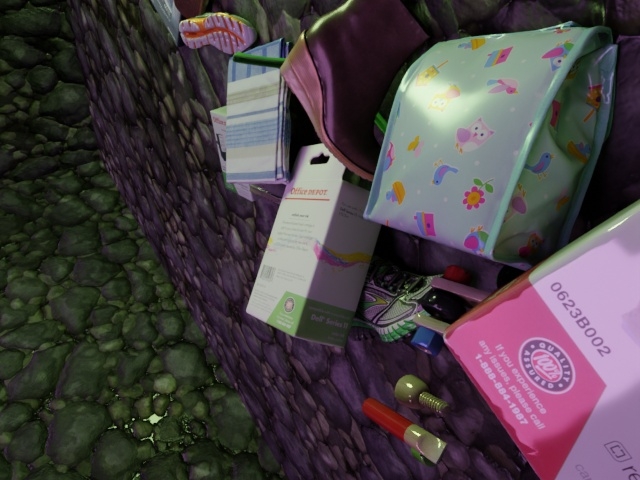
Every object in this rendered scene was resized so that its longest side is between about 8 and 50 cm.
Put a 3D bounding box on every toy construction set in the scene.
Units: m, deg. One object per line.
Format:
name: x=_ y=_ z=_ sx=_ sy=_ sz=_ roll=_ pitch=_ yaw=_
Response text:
toy construction set: x=0.233 y=0.161 z=0.592 sx=0.237 sy=0.309 sz=0.257 roll=9 pitch=127 yaw=64

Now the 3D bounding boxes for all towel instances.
towel: x=-0.131 y=-0.256 z=1.071 sx=0.209 sy=0.034 sz=0.284 roll=4 pitch=94 yaw=46

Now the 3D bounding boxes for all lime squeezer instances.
lime squeezer: x=0.014 y=-0.270 z=0.875 sx=0.311 sy=0.110 sz=0.058 roll=30 pitch=126 yaw=4

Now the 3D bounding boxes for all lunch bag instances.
lunch bag: x=0.194 y=-0.115 z=0.602 sx=0.223 sy=0.160 sz=0.262 roll=22 pitch=96 yaw=54

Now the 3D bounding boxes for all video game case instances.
video game case: x=-0.397 y=-0.680 z=1.350 sx=0.196 sy=0.026 sz=0.274 roll=60 pitch=152 yaw=11

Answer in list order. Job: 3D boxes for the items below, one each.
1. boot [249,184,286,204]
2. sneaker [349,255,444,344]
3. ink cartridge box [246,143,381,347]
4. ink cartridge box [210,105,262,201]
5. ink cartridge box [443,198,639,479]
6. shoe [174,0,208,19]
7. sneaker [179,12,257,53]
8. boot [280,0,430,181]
boot: x=-0.085 y=-0.191 z=1.136 sx=0.190 sy=0.076 sz=0.208 roll=19 pitch=112 yaw=24
sneaker: x=0.121 y=0.099 z=0.923 sx=0.344 sy=0.134 sz=0.146 roll=-22 pitch=90 yaw=62
ink cartridge box: x=0.000 y=0.000 z=0.972 sx=0.207 sy=0.119 sz=0.353 roll=10 pitch=81 yaw=58
ink cartridge box: x=-0.184 y=-0.219 z=1.260 sx=0.153 sy=0.087 sz=0.208 roll=28 pitch=133 yaw=49
ink cartridge box: x=0.330 y=0.068 z=0.350 sx=0.385 sy=0.161 sz=0.279 roll=-43 pitch=72 yaw=34
shoe: x=-0.290 y=-0.584 z=1.214 sx=0.077 sy=0.058 sz=0.219 roll=42 pitch=164 yaw=-21
sneaker: x=-0.219 y=-0.473 z=1.146 sx=0.215 sy=0.083 sz=0.084 roll=20 pitch=135 yaw=31
boot: x=0.076 y=-0.228 z=0.755 sx=0.207 sy=0.090 sz=0.248 roll=-33 pitch=101 yaw=32
